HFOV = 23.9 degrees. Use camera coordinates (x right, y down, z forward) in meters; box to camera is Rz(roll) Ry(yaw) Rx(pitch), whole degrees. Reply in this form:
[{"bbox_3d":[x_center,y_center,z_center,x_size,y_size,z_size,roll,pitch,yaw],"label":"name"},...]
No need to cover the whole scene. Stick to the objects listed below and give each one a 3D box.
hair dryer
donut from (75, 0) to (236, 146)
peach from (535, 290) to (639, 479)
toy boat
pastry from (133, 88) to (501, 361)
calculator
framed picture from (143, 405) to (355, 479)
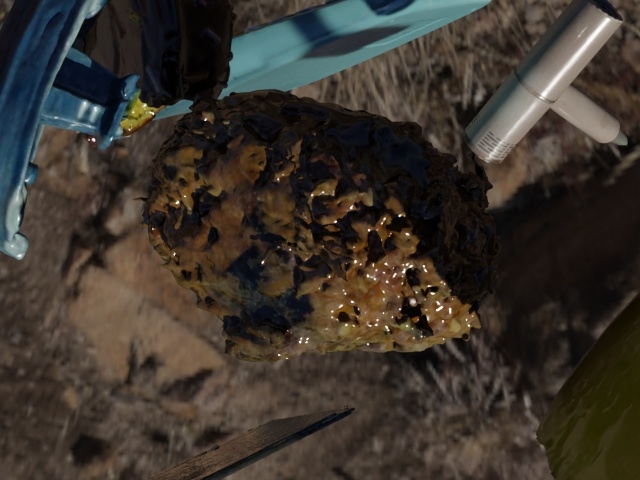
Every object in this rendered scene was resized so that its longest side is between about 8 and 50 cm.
[{"bbox_3d":[0.280,-0.149,1.546,0.220,0.053,0.195,11,129,-41],"label":"hair dryer"},{"bbox_3d":[-0.151,-0.188,1.212,0.096,0.230,0.216,-13,77,-29],"label":"donut"},{"bbox_3d":[0.298,0.147,0.880,0.242,0.380,0.306,39,99,-6],"label":"peach"},{"bbox_3d":[-0.106,-0.060,0.609,0.061,0.060,0.137,26,79,-10],"label":"toy boat"},{"bbox_3d":[0.000,0.000,1.079,0.275,0.275,0.192,16,86,-8],"label":"pastry"},{"bbox_3d":[-0.010,-0.188,1.432,0.386,0.256,0.054,-18,91,36],"label":"calculator"},{"bbox_3d":[-0.120,0.246,1.653,0.255,0.339,0.014,-24,89,-18],"label":"framed picture"}]
